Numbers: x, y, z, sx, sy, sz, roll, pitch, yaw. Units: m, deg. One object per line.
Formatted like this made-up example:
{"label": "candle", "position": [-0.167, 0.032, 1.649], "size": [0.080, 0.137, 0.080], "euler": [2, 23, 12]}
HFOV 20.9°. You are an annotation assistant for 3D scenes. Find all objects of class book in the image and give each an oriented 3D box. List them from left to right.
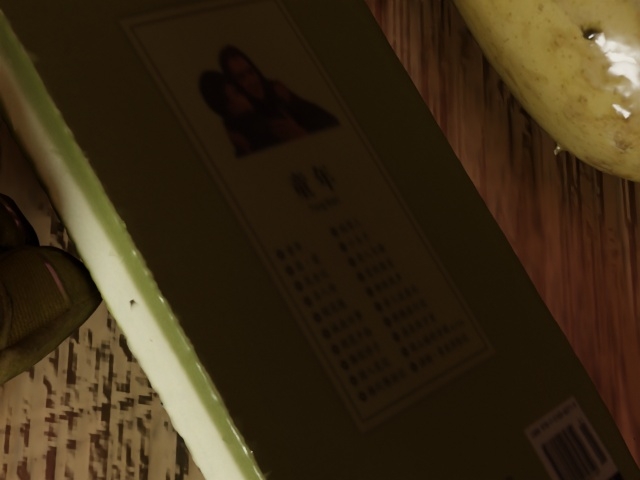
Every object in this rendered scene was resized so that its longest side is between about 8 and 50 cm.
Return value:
{"label": "book", "position": [0.000, 0.000, 0.729], "size": [0.239, 0.035, 0.352], "euler": [-23, 80, -52]}

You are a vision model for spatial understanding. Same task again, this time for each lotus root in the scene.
{"label": "lotus root", "position": [0.144, -0.136, 0.840], "size": [0.160, 0.146, 0.284], "euler": [-33, 78, -15]}

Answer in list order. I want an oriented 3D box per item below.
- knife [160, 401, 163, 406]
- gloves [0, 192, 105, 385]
{"label": "knife", "position": [0.016, 0.131, 0.728], "size": [0.210, 0.015, 0.028], "euler": [45, 61, -3]}
{"label": "gloves", "position": [-0.223, 0.011, 0.578], "size": [0.331, 0.141, 0.154], "euler": [-2, 68, -29]}
